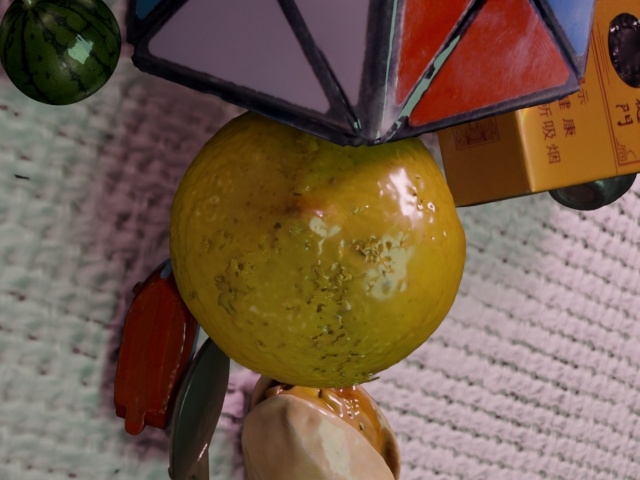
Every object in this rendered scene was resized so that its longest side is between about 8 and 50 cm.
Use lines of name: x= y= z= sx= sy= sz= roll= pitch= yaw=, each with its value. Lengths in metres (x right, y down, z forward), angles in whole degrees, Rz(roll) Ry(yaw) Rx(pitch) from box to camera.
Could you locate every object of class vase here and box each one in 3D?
vase: x=0.318 y=-0.127 z=2.300 sx=0.120 sy=0.120 sz=0.183 roll=56 pitch=44 yaw=-49

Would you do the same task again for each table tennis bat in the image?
table tennis bat: x=-0.115 y=0.185 z=1.873 sx=0.234 sy=0.022 sz=0.131 roll=94 pitch=18 yaw=-44

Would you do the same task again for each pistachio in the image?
pistachio: x=-0.002 y=0.216 z=2.000 sx=0.157 sy=0.157 sz=0.229 roll=-46 pitch=132 yaw=-31

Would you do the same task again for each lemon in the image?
lemon: x=0.000 y=0.000 z=1.725 sx=0.310 sy=0.258 sz=0.258 roll=-35 pitch=140 yaw=-82

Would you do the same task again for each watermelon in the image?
watermelon: x=-0.208 y=-0.158 z=1.570 sx=0.109 sy=0.109 sz=0.109 roll=-28 pitch=127 yaw=-44

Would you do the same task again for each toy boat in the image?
toy boat: x=-0.145 y=0.091 z=1.803 sx=0.059 sy=0.069 sz=0.173 roll=-29 pitch=132 yaw=-72

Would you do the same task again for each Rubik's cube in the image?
Rubik's cube: x=0.038 y=-0.269 z=1.661 sx=0.307 sy=0.310 sz=0.305 roll=-19 pitch=123 yaw=-43

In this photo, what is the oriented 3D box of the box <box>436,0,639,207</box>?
box: x=0.282 y=-0.191 z=2.107 sx=0.415 sy=0.116 sz=0.264 roll=-10 pitch=88 yaw=-46
